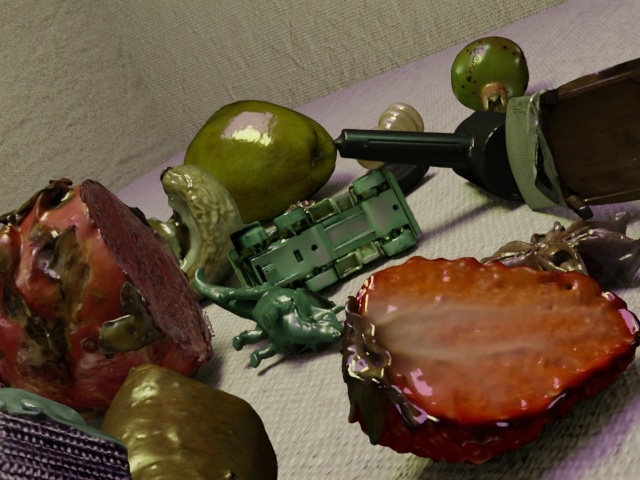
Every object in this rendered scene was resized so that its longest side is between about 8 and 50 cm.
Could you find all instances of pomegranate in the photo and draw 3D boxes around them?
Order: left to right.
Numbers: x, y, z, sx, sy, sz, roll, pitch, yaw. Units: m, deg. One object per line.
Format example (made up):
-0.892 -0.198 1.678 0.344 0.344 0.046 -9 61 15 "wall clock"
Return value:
0.343 -0.318 1.789 0.159 0.159 0.205 -21 41 20 "pomegranate"

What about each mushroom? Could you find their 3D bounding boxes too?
-0.221 0.019 1.514 0.267 0.164 0.189 -58 -16 8 "mushroom"

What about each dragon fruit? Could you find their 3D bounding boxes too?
-0.305 0.107 1.111 0.262 0.296 0.314 -35 -21 3 "dragon fruit"

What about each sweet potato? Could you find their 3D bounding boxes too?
-0.098 0.210 0.637 0.157 0.158 0.370 -26 19 1 "sweet potato"

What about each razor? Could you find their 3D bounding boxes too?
0.120 -0.103 1.556 0.148 0.054 0.090 -37 18 -35 "razor"

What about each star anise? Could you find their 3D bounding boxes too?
0.242 0.023 0.901 0.171 0.063 0.208 -32 11 -38 "star anise"

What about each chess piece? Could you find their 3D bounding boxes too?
0.136 -0.208 1.851 0.094 0.094 0.170 -11 26 45 "chess piece"

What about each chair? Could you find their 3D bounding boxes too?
0.319 -0.113 1.010 0.186 0.160 0.319 -15 3 8 "chair"

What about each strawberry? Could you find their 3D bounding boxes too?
0.132 0.105 0.716 0.236 0.111 0.190 -6 42 -8 "strawberry"

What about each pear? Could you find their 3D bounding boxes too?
-0.125 -0.164 1.832 0.321 0.269 0.269 -1 26 31 "pear"

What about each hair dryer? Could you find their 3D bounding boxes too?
0.160 -0.138 1.296 0.302 0.116 0.244 5 9 -9 "hair dryer"

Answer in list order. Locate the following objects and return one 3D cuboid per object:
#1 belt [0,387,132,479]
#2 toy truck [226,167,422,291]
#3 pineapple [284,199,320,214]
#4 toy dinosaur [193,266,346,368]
-0.227 0.231 0.578 0.325 0.122 0.260 -40 38 46 "belt"
0.003 -0.002 1.277 0.259 0.128 0.135 -27 1 -3 "toy truck"
0.010 -0.038 1.498 0.159 0.074 0.074 -6 24 46 "pineapple"
-0.079 0.094 1.111 0.291 0.079 0.120 6 24 36 "toy dinosaur"
